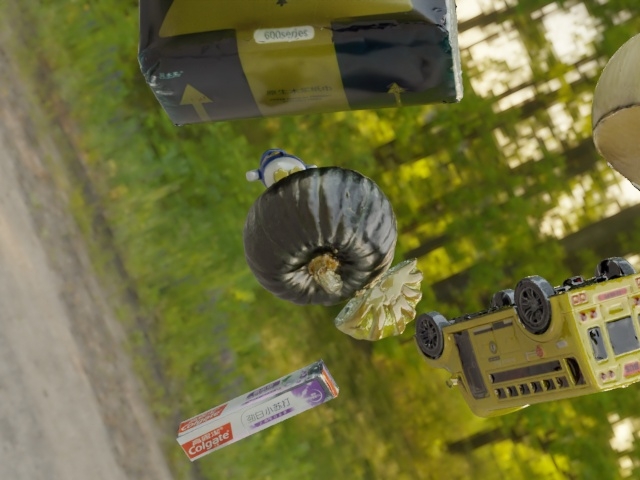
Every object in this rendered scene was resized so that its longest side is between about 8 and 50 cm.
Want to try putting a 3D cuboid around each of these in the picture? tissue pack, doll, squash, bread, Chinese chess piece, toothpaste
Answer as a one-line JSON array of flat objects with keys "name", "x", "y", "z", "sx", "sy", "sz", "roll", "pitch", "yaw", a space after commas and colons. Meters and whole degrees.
[{"name": "tissue pack", "x": -0.027, "y": -0.317, "z": 1.741, "sx": 0.253, "sy": 0.417, "sz": 0.264, "roll": 62, "pitch": 25, "yaw": -68}, {"name": "doll", "x": -0.055, "y": -0.095, "z": 1.764, "sx": 0.143, "sy": 0.099, "sz": 0.057, "roll": -133, "pitch": -141, "yaw": -76}, {"name": "squash", "x": -0.001, "y": -0.004, "z": 1.619, "sx": 0.193, "sy": 0.193, "sz": 0.156, "roll": 62, "pitch": 35, "yaw": -25}, {"name": "bread", "x": 0.096, "y": 0.100, "z": 1.943, "sx": 0.094, "sy": 0.157, "sz": 0.083, "roll": 66, "pitch": -19, "yaw": -6}, {"name": "Chinese chess piece", "x": 0.414, "y": -0.124, "z": 1.360, "sx": 0.257, "sy": 0.257, "sz": 0.104, "roll": 54, "pitch": 51, "yaw": -60}, {"name": "toothpaste", "x": -0.074, "y": 0.202, "z": 1.520, "sx": 0.047, "sy": 0.196, "sz": 0.040, "roll": 60, "pitch": 13, "yaw": -21}]

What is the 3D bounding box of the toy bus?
[{"name": "toy bus", "x": 0.250, "y": 0.123, "z": 1.535, "sx": 0.331, "sy": 0.145, "sz": 0.151, "roll": -26, "pitch": -101, "yaw": 61}]
